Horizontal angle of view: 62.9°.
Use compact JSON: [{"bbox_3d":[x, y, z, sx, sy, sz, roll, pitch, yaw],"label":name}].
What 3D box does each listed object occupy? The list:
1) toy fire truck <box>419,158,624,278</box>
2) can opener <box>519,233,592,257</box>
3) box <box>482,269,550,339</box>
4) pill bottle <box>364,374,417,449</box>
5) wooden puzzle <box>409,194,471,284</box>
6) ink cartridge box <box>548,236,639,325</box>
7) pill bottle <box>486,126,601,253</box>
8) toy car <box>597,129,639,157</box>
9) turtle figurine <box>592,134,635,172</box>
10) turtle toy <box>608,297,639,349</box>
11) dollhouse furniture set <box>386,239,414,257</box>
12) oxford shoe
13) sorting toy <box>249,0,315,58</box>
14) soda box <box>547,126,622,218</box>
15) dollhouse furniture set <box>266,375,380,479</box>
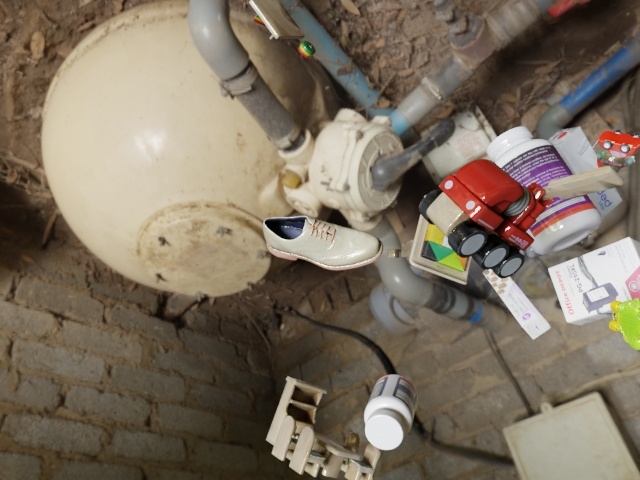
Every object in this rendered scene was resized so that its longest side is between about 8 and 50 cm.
[{"bbox_3d":[0.329,-0.065,0.861,0.217,0.158,0.246,23,114,-42],"label":"toy fire truck"},{"bbox_3d":[0.784,-0.018,1.737,0.284,0.076,0.095,-12,109,-22],"label":"can opener"},{"bbox_3d":[0.588,0.173,1.590,0.063,0.324,0.067,-41,110,14],"label":"box"},{"bbox_3d":[0.157,0.387,1.179,0.108,0.107,0.180,-30,180,20],"label":"pill bottle"},{"bbox_3d":[0.397,-0.003,1.637,0.221,0.238,0.044,20,164,-21],"label":"wooden puzzle"},{"bbox_3d":[0.788,0.119,1.457,0.100,0.171,0.237,13,148,-41],"label":"ink cartridge box"},{"bbox_3d":[0.571,-0.137,1.375,0.182,0.322,0.181,-19,157,-8],"label":"pill bottle"},{"bbox_3d":[0.787,-0.187,1.213,0.239,0.224,0.053,-2,132,20],"label":"toy car"},{"bbox_3d":[0.998,-0.269,1.820,0.175,0.118,0.234,18,101,17],"label":"turtle figurine"},{"bbox_3d":[0.706,0.187,1.168,0.066,0.095,0.130,-15,110,-26],"label":"turtle toy"},{"bbox_3d":[0.500,-0.016,2.143,0.356,0.173,0.303,-5,173,43],"label":"dollhouse furniture set"},{"bbox_3d":[0.000,0.000,1.679,0.398,0.140,0.146,3,151,13],"label":"oxford shoe"},{"bbox_3d":[-0.135,-0.621,1.479,0.046,0.274,0.132,-38,176,38],"label":"sorting toy"},{"bbox_3d":[0.804,-0.205,1.614,0.098,0.091,0.286,-39,104,-10],"label":"soda box"},{"bbox_3d":[-0.001,0.437,1.222,0.212,0.160,0.242,28,166,-34],"label":"dollhouse furniture set"}]
